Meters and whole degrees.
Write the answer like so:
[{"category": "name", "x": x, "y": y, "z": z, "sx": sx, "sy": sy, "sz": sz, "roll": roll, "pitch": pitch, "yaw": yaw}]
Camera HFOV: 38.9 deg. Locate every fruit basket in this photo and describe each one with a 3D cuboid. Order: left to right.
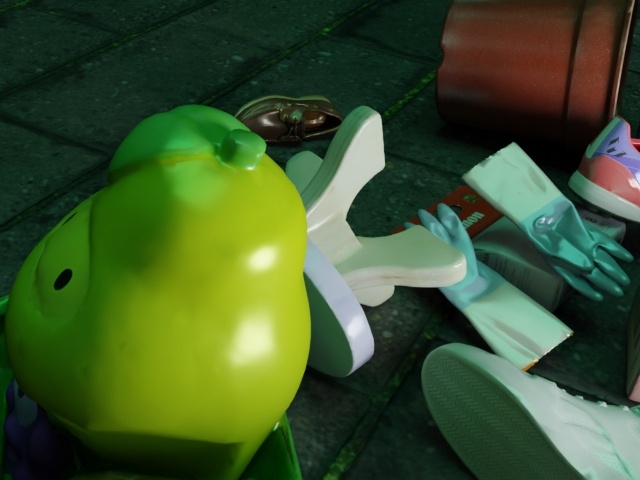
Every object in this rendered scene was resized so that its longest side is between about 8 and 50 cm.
[{"category": "fruit basket", "x": -0.128, "y": 0.106, "z": 0.560, "sx": 0.283, "sy": 0.392, "sz": 0.392, "roll": -15, "pitch": 36, "yaw": -4}]

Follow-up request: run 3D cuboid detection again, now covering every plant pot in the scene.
[{"category": "plant pot", "x": 0.326, "y": -0.266, "z": 1.378, "sx": 0.265, "sy": 0.272, "sz": 0.272, "roll": 10, "pitch": 32, "yaw": 18}]

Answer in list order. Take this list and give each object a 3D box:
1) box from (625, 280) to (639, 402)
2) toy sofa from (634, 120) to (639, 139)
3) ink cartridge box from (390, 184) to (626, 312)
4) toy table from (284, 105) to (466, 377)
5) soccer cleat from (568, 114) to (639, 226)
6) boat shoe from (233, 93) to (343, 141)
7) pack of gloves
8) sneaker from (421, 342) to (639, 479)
[{"category": "box", "x": 0.446, "y": 0.104, "z": 0.929, "sx": 0.232, "sy": 0.126, "sz": 0.148, "roll": 15, "pitch": 33, "yaw": 10}, {"category": "toy sofa", "x": 0.550, "y": -0.234, "z": 1.259, "sx": 0.150, "sy": 0.362, "sz": 0.177, "roll": 15, "pitch": 28, "yaw": 11}, {"category": "ink cartridge box", "x": 0.237, "y": -0.015, "z": 1.141, "sx": 0.232, "sy": 0.066, "sz": 0.189, "roll": 32, "pitch": 40, "yaw": 26}, {"category": "toy table", "x": 0.000, "y": 0.000, "z": 0.918, "sx": 0.161, "sy": 0.252, "sz": 0.274, "roll": -32, "pitch": 59, "yaw": -24}, {"category": "soccer cleat", "x": 0.476, "y": -0.064, "z": 1.164, "sx": 0.318, "sy": 0.116, "sz": 0.108, "roll": 15, "pitch": 23, "yaw": -17}, {"category": "boat shoe", "x": -0.045, "y": -0.175, "z": 1.320, "sx": 0.178, "sy": 0.064, "sz": 0.060, "roll": -13, "pitch": 36, "yaw": -33}, {"category": "pack of gloves", "x": 0.219, "y": 0.020, "z": 1.027, "sx": 0.195, "sy": 0.046, "sz": 0.232, "roll": -33, "pitch": 60, "yaw": -12}, {"category": "sneaker", "x": 0.241, "y": 0.175, "z": 0.810, "sx": 0.292, "sy": 0.108, "sz": 0.169, "roll": 39, "pitch": 42, "yaw": 26}]
